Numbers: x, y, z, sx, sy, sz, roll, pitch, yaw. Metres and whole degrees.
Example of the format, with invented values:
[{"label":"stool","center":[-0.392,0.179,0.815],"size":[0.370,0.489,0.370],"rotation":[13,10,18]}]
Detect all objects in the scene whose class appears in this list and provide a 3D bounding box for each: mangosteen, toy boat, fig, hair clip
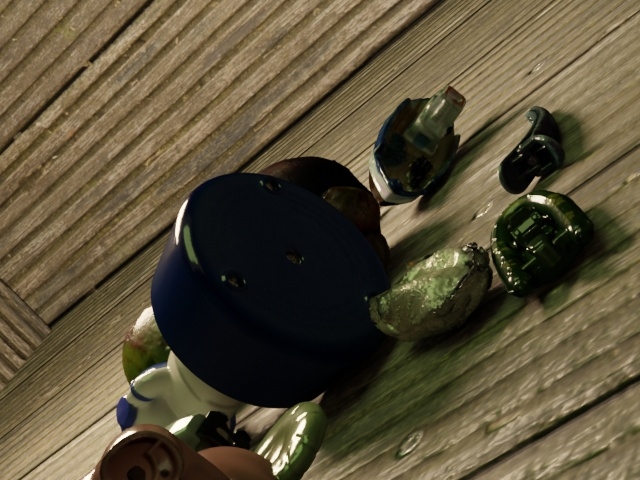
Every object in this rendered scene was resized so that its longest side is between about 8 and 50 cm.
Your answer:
[{"label":"mangosteen","center":[0.000,0.000,1.821],"size":[0.211,0.211,0.250],"rotation":[-45,40,-9]},{"label":"toy boat","center":[0.143,-0.142,1.988],"size":[0.115,0.114,0.262],"rotation":[-50,6,51]},{"label":"fig","center":[-0.181,0.156,1.922],"size":[0.181,0.181,0.191],"rotation":[-44,34,-5]},{"label":"hair clip","center":[0.271,-0.128,1.707],"size":[0.083,0.048,0.275],"rotation":[-41,6,22]},{"label":"toy boat","center":[0.213,-0.002,1.364],"size":[0.104,0.052,0.210],"rotation":[-44,11,10]}]

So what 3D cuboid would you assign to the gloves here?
[{"label":"gloves","center":[0.124,0.054,1.428],"size":[0.114,0.070,0.153],"rotation":[-42,9,-29]}]

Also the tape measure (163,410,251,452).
[{"label":"tape measure","center":[-0.218,0.314,1.520],"size":[0.243,0.125,0.246],"rotation":[-35,13,41]}]

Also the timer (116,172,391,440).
[{"label":"timer","center":[-0.120,0.136,1.635],"size":[0.383,0.270,0.270],"rotation":[-52,3,35]}]

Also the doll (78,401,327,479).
[{"label":"doll","center":[-0.103,0.239,1.150],"size":[0.284,0.216,0.268],"rotation":[-46,4,-2]}]
